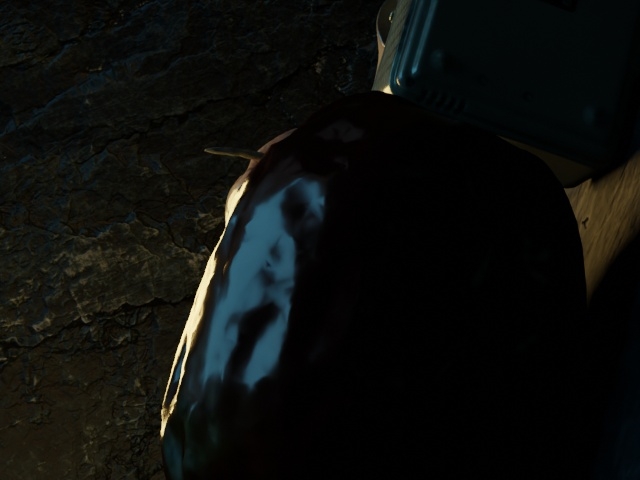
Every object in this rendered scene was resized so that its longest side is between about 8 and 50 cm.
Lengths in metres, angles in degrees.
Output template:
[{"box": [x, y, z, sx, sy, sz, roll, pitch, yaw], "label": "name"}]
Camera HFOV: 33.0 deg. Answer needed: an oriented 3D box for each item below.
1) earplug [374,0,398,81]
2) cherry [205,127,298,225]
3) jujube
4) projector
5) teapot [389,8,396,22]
[{"box": [0.143, -0.213, 1.621, 0.301, 0.172, 0.172, 104, -179, -57], "label": "earplug"}, {"box": [-0.002, -0.010, 1.672, 0.335, 0.291, 0.326, 82, 179, -66], "label": "cherry"}, {"box": [0.033, 0.093, 0.765, 0.276, 0.277, 0.376, -175, 102, -86], "label": "jujube"}, {"box": [0.166, -0.192, 0.852, 0.099, 0.192, 0.256, 139, 149, -74], "label": "projector"}, {"box": [0.189, -0.374, 1.445, 0.232, 0.159, 0.159, -60, 5, 8], "label": "teapot"}]
